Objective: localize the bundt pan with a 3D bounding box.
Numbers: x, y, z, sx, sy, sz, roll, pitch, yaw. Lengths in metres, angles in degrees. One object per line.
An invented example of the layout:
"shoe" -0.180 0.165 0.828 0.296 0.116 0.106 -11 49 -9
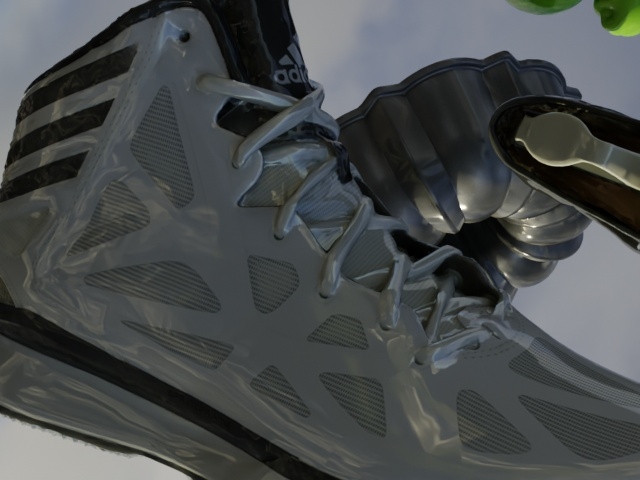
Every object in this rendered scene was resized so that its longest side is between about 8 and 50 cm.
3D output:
"bundt pan" 0.134 -0.022 1.035 0.331 0.330 0.124 -53 -132 37

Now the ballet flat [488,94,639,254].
"ballet flat" 0.219 -0.030 0.684 0.280 0.096 0.095 27 -83 41

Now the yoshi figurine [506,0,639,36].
"yoshi figurine" 0.316 -0.316 1.047 0.204 0.362 0.203 -122 -155 -45

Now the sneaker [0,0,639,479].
"sneaker" -0.001 0.000 0.541 0.447 0.169 0.258 12 -77 24
